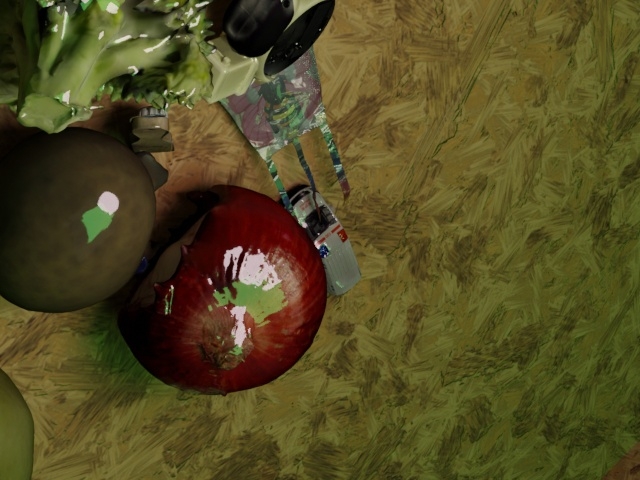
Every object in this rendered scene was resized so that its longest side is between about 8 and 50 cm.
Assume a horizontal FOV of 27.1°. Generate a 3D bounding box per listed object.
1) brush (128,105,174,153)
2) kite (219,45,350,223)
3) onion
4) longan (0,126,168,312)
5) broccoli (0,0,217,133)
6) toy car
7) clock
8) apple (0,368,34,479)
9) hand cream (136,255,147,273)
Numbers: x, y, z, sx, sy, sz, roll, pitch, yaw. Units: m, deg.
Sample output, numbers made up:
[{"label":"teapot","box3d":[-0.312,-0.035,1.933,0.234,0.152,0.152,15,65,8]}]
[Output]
[{"label":"brush","box3d":[-0.244,-0.168,1.908,0.070,0.327,0.065,0,89,-7]},{"label":"kite","box3d":[-0.045,-0.182,2.188,0.204,0.022,0.360,-37,123,-21]},{"label":"onion","box3d":[-0.148,0.090,2.116,0.341,0.341,0.341,-22,129,-30]},{"label":"longan","box3d":[-0.353,-0.035,1.896,0.300,0.243,0.300,-38,174,-5]},{"label":"broccoli","box3d":[-0.323,-0.266,1.704,0.348,0.281,0.293,-16,136,21]},{"label":"toy car","box3d":[0.000,0.000,2.333,0.089,0.108,0.209,-37,135,-18]},{"label":"clock","box3d":[-0.047,-0.376,1.934,0.276,0.120,0.379,-33,160,-42]},{"label":"apple","box3d":[-0.572,0.290,1.847,0.357,0.357,0.357,-22,129,-30]},{"label":"hand cream","box3d":[-0.327,0.052,2.074,0.062,0.163,0.039,-7,78,-42]}]
